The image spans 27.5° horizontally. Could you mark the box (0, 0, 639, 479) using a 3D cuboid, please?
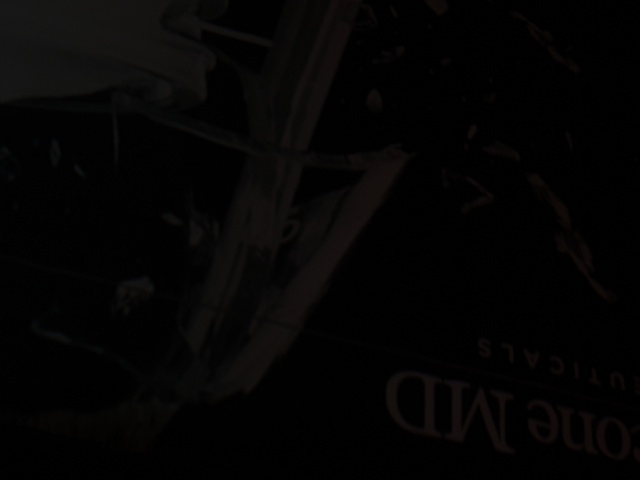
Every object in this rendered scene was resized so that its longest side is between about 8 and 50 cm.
[{"bbox_3d":[-0.082,-0.070,0.589,0.297,0.480,0.471,133,146,-52],"label":"box"}]
